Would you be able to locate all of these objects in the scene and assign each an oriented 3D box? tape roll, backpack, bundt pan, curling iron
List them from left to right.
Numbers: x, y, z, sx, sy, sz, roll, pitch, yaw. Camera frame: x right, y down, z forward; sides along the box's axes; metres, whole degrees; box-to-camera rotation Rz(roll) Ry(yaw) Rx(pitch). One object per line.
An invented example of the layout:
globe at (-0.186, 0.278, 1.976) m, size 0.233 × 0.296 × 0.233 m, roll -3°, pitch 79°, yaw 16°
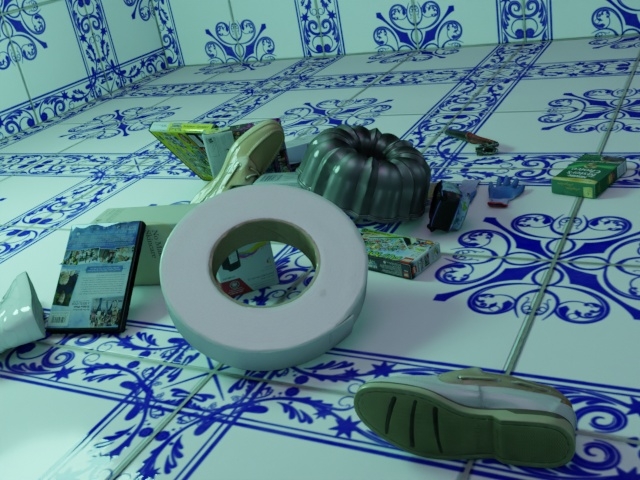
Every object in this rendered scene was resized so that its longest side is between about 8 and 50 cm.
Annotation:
tape roll at (-0.102, 0.058, 1.389) m, size 0.392 × 0.072 × 0.391 m, roll 1°, pitch 52°, yaw -1°
bundt pan at (0.113, -0.177, 1.766) m, size 0.331 × 0.124 × 0.330 m, roll 11°, pitch 29°, yaw -6°
backpack at (0.295, -0.079, 1.700) m, size 0.084 × 0.105 × 0.114 m, roll 14°, pitch 26°, yaw 0°
curling iron at (0.437, -0.299, 2.190) m, size 0.068 × 0.035 × 0.274 m, roll -16°, pitch 26°, yaw -13°

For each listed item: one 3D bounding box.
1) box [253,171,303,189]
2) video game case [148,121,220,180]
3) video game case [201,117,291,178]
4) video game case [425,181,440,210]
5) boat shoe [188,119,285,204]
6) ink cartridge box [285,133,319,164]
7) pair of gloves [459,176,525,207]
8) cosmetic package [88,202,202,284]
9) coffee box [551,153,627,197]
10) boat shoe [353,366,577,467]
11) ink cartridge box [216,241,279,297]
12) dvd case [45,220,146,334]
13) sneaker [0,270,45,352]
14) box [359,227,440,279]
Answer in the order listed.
box at (-0.083, -0.094, 1.831) m, size 0.126 × 0.137 × 0.072 m, roll -1°, pitch 26°, yaw 20°
video game case at (-0.322, -0.249, 2.138) m, size 0.248 × 0.275 × 0.035 m, roll 8°, pitch 66°, yaw 34°
video game case at (-0.189, -0.202, 1.993) m, size 0.210 × 0.232 × 0.041 m, roll -9°, pitch 31°, yaw 3°
video game case at (0.229, -0.109, 1.885) m, size 0.143 × 0.019 × 0.157 m, roll -2°, pitch 25°, yaw 16°
boat shoe at (-0.193, -0.151, 1.881) m, size 0.110 × 0.122 × 0.341 m, roll 40°, pitch 93°, yaw 36°
ink cartridge box at (-0.106, -0.265, 2.256) m, size 0.311 × 0.065 × 0.186 m, roll -15°, pitch 13°, yaw -20°
pair of gloves at (0.399, -0.121, 1.839) m, size 0.198 × 0.023 × 0.159 m, roll 4°, pitch 28°, yaw 27°
cosmetic package at (-0.358, 0.009, 1.696) m, size 0.310 × 0.160 × 0.113 m, roll -3°, pitch 26°, yaw 18°
coffee box at (0.651, -0.158, 1.795) m, size 0.113 × 0.040 × 0.184 m, roll 15°, pitch 34°, yaw 42°
boat shoe at (0.202, 0.240, 1.049) m, size 0.303 × 0.113 × 0.103 m, roll 9°, pitch 28°, yaw 15°
ink cartridge box at (-0.171, 0.019, 1.577) m, size 0.128 × 0.175 × 0.072 m, roll -17°, pitch 25°, yaw -12°
dvd case at (-0.476, 0.077, 1.581) m, size 0.181 × 0.022 × 0.252 m, roll -3°, pitch 63°, yaw 16°
sneaker at (-0.678, 0.159, 1.562) m, size 0.169 × 0.108 × 0.292 m, roll -24°, pitch 20°, yaw -14°
box at (0.142, 0.026, 1.605) m, size 0.207 × 0.036 × 0.114 m, roll 12°, pitch 33°, yaw 39°
